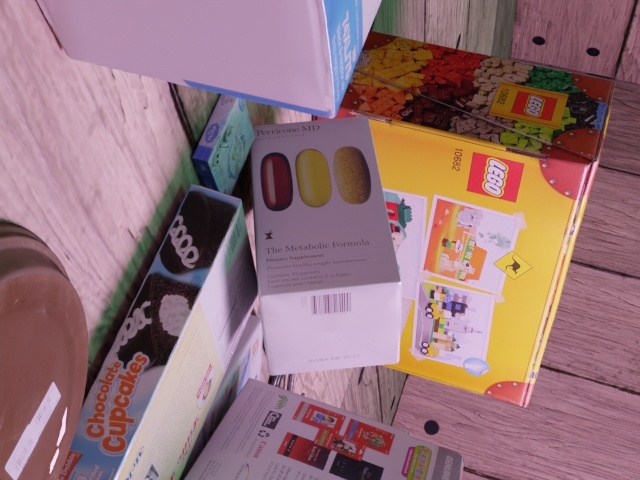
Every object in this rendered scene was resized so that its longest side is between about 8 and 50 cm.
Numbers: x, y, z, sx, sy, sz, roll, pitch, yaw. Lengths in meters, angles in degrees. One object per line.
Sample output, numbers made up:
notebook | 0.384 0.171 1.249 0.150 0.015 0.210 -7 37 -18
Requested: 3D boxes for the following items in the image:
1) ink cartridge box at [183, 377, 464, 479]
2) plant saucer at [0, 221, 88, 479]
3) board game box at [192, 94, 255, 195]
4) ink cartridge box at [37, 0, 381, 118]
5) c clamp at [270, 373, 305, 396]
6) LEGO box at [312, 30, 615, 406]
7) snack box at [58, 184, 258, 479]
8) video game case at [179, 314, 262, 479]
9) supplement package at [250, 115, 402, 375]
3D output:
ink cartridge box | -0.008 0.308 1.022 0.309 0.272 0.130 -54 160 -64
plant saucer | -0.226 0.126 0.636 0.278 0.041 0.277 14 90 -77
board game box | -0.095 -0.093 0.977 0.090 0.020 0.090 79 29 -61
ink cartridge box | -0.046 -0.256 0.609 0.197 0.198 0.270 79 30 -61
c clamp | -0.055 0.230 1.511 0.137 0.022 0.160 -54 157 -46
LEGO box | 0.186 -0.020 1.454 0.193 0.373 0.500 -63 163 -44
snack box | -0.147 0.131 0.918 0.187 0.060 0.322 86 23 -60
video game case | -0.145 0.299 1.169 0.329 0.036 0.300 -59 159 -49
supplement package | 0.000 0.000 1.029 0.134 0.139 0.244 87 -4 -47
